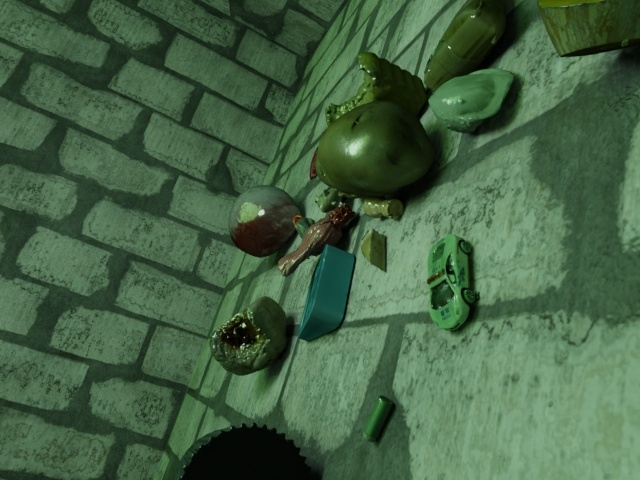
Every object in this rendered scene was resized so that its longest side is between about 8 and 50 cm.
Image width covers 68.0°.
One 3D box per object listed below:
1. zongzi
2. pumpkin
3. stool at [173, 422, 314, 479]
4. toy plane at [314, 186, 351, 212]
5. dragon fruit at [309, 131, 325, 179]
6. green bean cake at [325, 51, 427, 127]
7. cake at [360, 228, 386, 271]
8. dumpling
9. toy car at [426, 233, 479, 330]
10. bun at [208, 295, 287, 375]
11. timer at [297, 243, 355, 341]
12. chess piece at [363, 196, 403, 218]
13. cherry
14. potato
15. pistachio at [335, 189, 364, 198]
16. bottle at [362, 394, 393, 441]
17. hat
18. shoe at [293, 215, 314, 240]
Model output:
[{"bbox_3d":[0.344,-0.491,1.119,0.228,0.115,0.256,-48,18,56],"label":"zongzi"},{"bbox_3d":[0.412,-0.308,0.646,0.217,0.218,0.110,-105,2,-63],"label":"pumpkin"},{"bbox_3d":[-0.203,0.573,1.093,0.330,0.297,0.297,139,150,-63],"label":"stool"},{"bbox_3d":[0.051,-0.175,1.567,0.108,0.092,0.286,-15,30,37],"label":"toy plane"},{"bbox_3d":[0.082,-0.371,1.655,0.344,0.100,0.282,-27,26,44],"label":"dragon fruit"},{"bbox_3d":[0.152,-0.375,1.333,0.236,0.233,0.124,-52,28,41],"label":"green bean cake"},{"bbox_3d":[0.135,0.025,1.162,0.065,0.052,0.121,-57,19,21],"label":"cake"},{"bbox_3d":[0.311,-0.285,0.988,0.219,0.153,0.108,-119,11,-56],"label":"dumpling"},{"bbox_3d":[0.224,0.068,0.837,0.093,0.058,0.186,-45,27,46],"label":"toy car"},{"bbox_3d":[-0.220,0.330,1.576,0.282,0.204,0.281,-35,-4,-3],"label":"bun"},{"bbox_3d":[-0.008,0.156,1.365,0.250,0.092,0.231,134,153,-56],"label":"timer"},{"bbox_3d":[0.163,-0.084,1.214,0.066,0.066,0.122,-66,23,1],"label":"chess piece"},{"bbox_3d":[-0.240,-0.100,2.076,0.335,0.292,0.326,-43,34,32],"label":"cherry"},{"bbox_3d":[0.128,-0.226,1.186,0.243,0.221,0.326,-54,26,-9],"label":"potato"},{"bbox_3d":[0.105,-0.198,1.428,0.152,0.126,0.223,-39,17,13],"label":"pistachio"},{"bbox_3d":[0.106,0.334,0.888,0.083,0.030,0.030,-67,17,3],"label":"bottle"},{"bbox_3d":[0.000,0.000,1.462,0.286,0.107,0.236,-44,5,16],"label":"hat"},{"bbox_3d":[-0.063,-0.037,1.785,0.074,0.077,0.194,-60,18,20],"label":"shoe"}]
